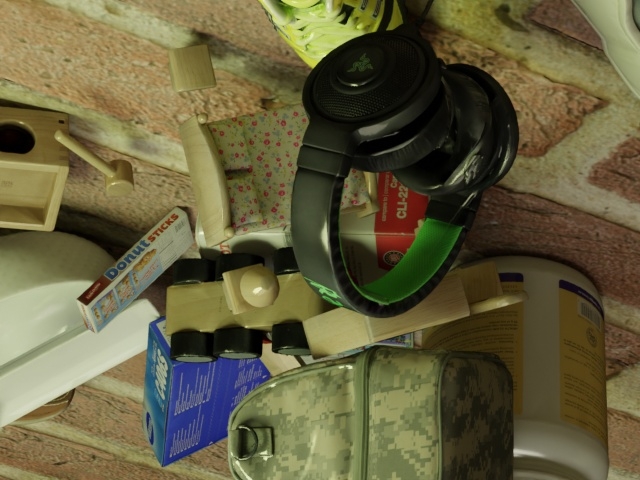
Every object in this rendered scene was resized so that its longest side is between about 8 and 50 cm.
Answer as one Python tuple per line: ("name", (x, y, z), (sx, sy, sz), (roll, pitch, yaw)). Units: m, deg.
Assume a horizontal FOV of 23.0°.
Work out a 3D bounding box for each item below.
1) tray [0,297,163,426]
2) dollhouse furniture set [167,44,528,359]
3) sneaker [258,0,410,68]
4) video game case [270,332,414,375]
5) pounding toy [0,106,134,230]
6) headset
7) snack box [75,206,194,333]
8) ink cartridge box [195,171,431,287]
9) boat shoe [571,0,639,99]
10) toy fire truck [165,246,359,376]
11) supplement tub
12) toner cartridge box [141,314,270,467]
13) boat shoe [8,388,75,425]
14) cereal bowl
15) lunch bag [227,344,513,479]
("tray", (-0.328, 0.152, 2.025), (0.270, 0.030, 0.145), (-28, 156, -1))
("dollhouse furniture set", (0.038, -0.070, 1.660), (0.303, 0.355, 0.174), (-13, 175, -25))
("sneaker", (-0.015, -0.245, 1.501), (0.145, 0.147, 0.384), (-10, 145, 19))
("video game case", (0.025, 0.141, 2.200), (0.212, 0.023, 0.193), (3, 147, 5))
("pounding toy", (-0.320, -0.101, 1.822), (0.206, 0.094, 0.181), (5, 143, -17))
("headset", (0.110, -0.115, 1.466), (0.185, 0.394, 0.243), (15, 178, 36))
("snack box", (-0.228, 0.037, 1.951), (0.022, 0.178, 0.064), (33, 153, 26))
("ink cartridge box", (0.000, 0.000, 1.902), (0.273, 0.114, 0.197), (1, 147, 6))
("boat shoe", (0.306, -0.251, 1.523), (0.099, 0.116, 0.319), (-45, 128, -6))
("toy fire truck", (-0.037, 0.113, 1.870), (0.217, 0.158, 0.246), (-7, 166, 30))
("supplement tub", (0.244, 0.213, 1.997), (0.241, 0.331, 0.241), (4, 147, 2))
("toner cartridge box", (-0.156, 0.187, 2.168), (0.165, 0.075, 0.348), (-22, 156, -20))
("boat shoe", (-0.503, 0.176, 2.240), (0.324, 0.123, 0.116), (15, 144, -18))
("cereal bowl", (-0.411, 0.093, 2.025), (0.339, 0.141, 0.339), (-24, 157, -11))
("lunch bag", (0.061, 0.221, 1.745), (0.256, 0.212, 0.305), (1, 176, 22))
